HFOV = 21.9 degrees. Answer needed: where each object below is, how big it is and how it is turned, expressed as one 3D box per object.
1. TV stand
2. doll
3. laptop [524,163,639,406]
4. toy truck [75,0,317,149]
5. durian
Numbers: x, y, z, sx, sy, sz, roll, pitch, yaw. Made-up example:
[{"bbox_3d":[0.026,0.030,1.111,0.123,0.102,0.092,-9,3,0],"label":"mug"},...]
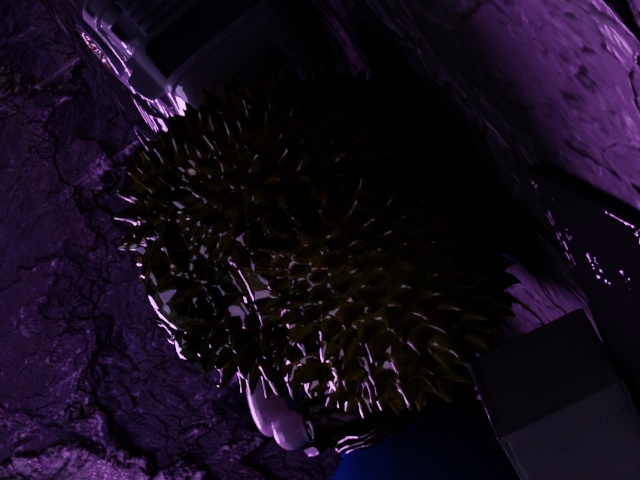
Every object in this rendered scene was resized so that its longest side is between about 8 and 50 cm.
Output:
[{"bbox_3d":[0.191,0.174,1.116,0.269,0.088,0.083,61,-175,-36],"label":"TV stand"},{"bbox_3d":[0.095,0.209,1.423,0.284,0.240,0.310,-9,-107,-53],"label":"doll"},{"bbox_3d":[0.187,0.050,0.936,0.197,0.016,0.135,58,171,-25],"label":"laptop"},{"bbox_3d":[-0.063,-0.098,1.372,0.175,0.146,0.367,43,170,29],"label":"toy truck"},{"bbox_3d":[0.001,-0.002,1.160,0.291,0.225,0.291,19,146,13],"label":"durian"}]
